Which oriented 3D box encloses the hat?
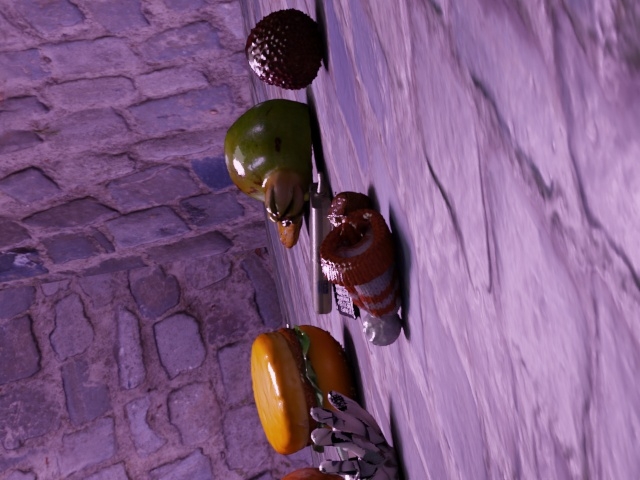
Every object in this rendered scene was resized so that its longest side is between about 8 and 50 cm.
[{"bbox_3d":[0.064,0.057,1.513,0.112,0.093,0.162,-89,-24,-58],"label":"hat"}]

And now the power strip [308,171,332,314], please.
[{"bbox_3d":[0.000,0.000,2.166,0.092,0.034,0.268,-98,6,-58],"label":"power strip"}]

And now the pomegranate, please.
[{"bbox_3d":[-0.089,-0.130,2.232,0.190,0.159,0.241,97,167,-80],"label":"pomegranate"}]

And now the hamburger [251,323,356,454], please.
[{"bbox_3d":[-0.022,0.265,2.268,0.246,0.170,0.246,168,90,-73],"label":"hamburger"}]

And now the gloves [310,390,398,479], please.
[{"bbox_3d":[0.061,0.318,1.823,0.127,0.111,0.212,-24,-77,-70],"label":"gloves"}]

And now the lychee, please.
[{"bbox_3d":[-0.052,-0.287,1.891,0.129,0.123,0.123,-40,56,52],"label":"lychee"}]

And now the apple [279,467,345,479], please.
[{"bbox_3d":[-0.006,0.557,2.142,0.301,0.301,0.302,171,90,-85],"label":"apple"}]

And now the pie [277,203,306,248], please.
[{"bbox_3d":[-0.074,-0.118,2.693,0.273,0.069,0.273,169,90,-85],"label":"pie"}]

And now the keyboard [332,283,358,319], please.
[{"bbox_3d":[0.038,0.086,2.119,0.250,0.017,0.087,173,87,-86],"label":"keyboard"}]

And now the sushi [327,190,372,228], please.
[{"bbox_3d":[0.038,-0.031,1.650,0.118,0.061,0.060,68,-142,-82],"label":"sushi"}]
